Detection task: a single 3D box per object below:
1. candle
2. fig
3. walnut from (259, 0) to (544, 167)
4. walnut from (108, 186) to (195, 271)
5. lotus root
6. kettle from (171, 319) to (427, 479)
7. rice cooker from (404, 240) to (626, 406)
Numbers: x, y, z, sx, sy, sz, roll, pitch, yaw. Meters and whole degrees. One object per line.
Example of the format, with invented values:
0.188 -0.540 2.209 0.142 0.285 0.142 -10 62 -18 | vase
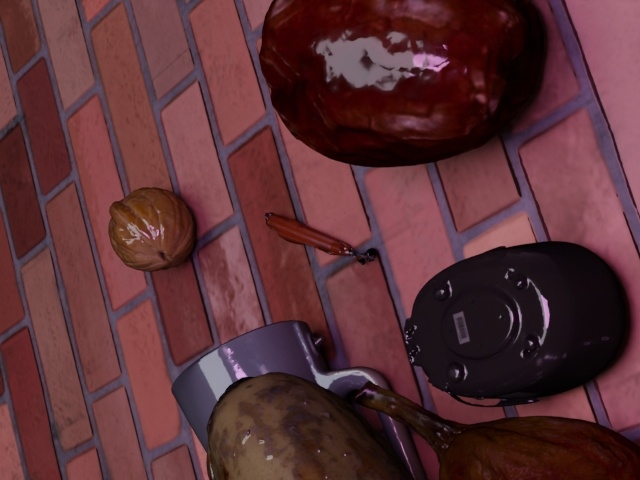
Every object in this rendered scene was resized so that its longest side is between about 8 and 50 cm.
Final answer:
0.001 0.001 1.477 0.167 0.021 0.026 20 116 45 | candle
0.143 0.227 1.160 0.290 0.190 0.190 13 103 16 | fig
0.079 -0.188 1.258 0.269 0.222 0.244 6 79 33 | walnut
-0.202 -0.014 1.648 0.124 0.105 0.105 47 126 55 | walnut
0.012 0.241 1.252 0.309 0.173 0.173 49 125 32 | lotus root
-0.010 0.210 1.428 0.210 0.160 0.243 -34 71 12 | kettle
0.167 0.074 1.220 0.203 0.118 0.142 -23 74 42 | rice cooker
